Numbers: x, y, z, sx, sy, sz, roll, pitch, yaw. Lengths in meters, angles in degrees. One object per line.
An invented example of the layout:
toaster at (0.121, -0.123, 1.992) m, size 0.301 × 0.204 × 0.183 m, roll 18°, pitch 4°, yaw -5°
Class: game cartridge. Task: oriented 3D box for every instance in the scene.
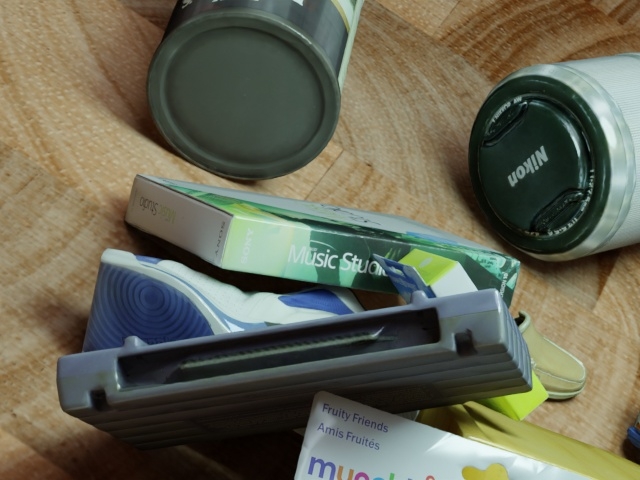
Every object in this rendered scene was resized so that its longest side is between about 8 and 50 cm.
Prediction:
game cartridge at (-0.013, 0.108, 1.628) m, size 0.230 × 0.355 × 0.068 m, roll 43°, pitch 39°, yaw -75°

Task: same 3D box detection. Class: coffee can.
coffee can at (-0.063, -0.223, 2.137) m, size 0.201 × 0.201 × 0.275 m, roll 25°, pitch 35°, yaw -9°

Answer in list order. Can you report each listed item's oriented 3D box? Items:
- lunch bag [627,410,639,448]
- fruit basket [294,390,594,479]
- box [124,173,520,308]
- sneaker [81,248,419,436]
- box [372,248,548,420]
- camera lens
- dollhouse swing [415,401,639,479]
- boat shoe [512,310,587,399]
lunch bag at (0.479, 0.224, 2.026) m, size 0.303 × 0.115 × 0.243 m, roll 20°, pitch 1°, yaw -19°
fruit basket at (0.110, 0.324, 1.537) m, size 0.327 × 0.165 × 0.353 m, roll 20°, pitch 73°, yaw -17°
box at (0.000, 0.000, 1.940) m, size 0.322 × 0.058 × 0.232 m, roll 7°, pitch 8°, yaw -30°
sneaker at (-0.056, 0.098, 1.838) m, size 0.315 × 0.127 × 0.182 m, roll 18°, pitch 13°, yaw 3°
box at (0.127, 0.078, 1.814) m, size 0.178 × 0.042 × 0.109 m, roll 56°, pitch -12°, yaw -16°
camera lens at (0.321, -0.099, 2.259) m, size 0.274 × 0.219 × 0.219 m, roll -11°, pitch 53°, yaw -44°
dollhouse swing at (0.203, 0.311, 1.815) m, size 0.347 × 0.305 × 0.315 m, roll 21°, pitch 78°, yaw -16°
boat shoe at (0.199, 0.106, 2.047) m, size 0.190 × 0.072 × 0.068 m, roll 20°, pitch 37°, yaw -17°
